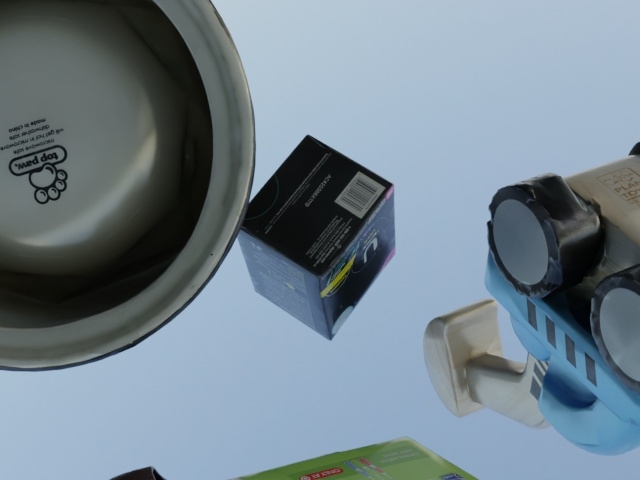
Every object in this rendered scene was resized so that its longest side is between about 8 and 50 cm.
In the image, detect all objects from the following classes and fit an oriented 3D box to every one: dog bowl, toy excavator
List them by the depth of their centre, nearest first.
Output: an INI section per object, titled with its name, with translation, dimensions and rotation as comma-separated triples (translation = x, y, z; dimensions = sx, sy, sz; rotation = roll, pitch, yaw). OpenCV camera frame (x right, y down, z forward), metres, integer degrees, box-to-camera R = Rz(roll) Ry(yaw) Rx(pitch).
[dog bowl]
translation = -0.253, -0.094, 1.126
dimensions = 0.408, 0.408, 0.150
rotation = -29, -177, 6
[toy excavator]
translation = 0.260, 0.103, 1.229
dimensions = 0.222, 0.445, 0.433
rotation = -18, -138, -25

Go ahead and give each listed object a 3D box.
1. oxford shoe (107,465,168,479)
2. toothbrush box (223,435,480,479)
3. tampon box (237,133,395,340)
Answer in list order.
[oxford shoe]
translation = -0.101, 0.285, 1.086
dimensions = 0.098, 0.271, 0.097
rotation = -36, -136, 11
[toothbrush box]
translation = 0.063, 0.251, 0.795
dimensions = 0.206, 0.122, 0.283
rotation = -7, -161, -37
[tampon box]
translation = 0.000, 0.000, 1.189
dimensions = 0.101, 0.161, 0.120
rotation = 32, -108, 18
